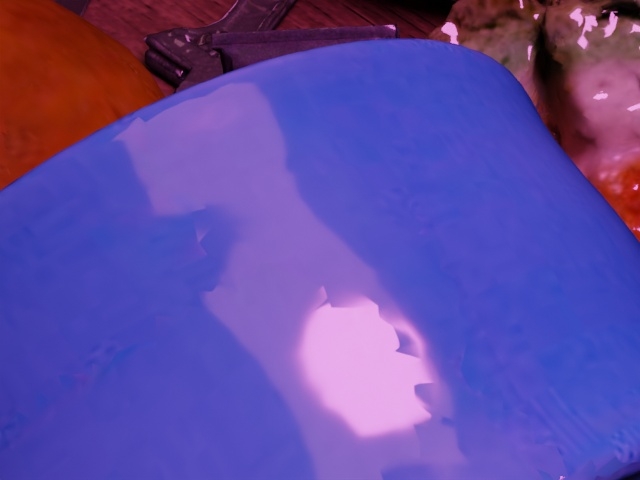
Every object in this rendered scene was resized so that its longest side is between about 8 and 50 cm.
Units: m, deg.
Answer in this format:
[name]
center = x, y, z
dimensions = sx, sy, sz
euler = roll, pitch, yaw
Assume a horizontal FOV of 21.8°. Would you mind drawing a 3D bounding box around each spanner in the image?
[spanner]
center = -0.026, -0.148, 1.006
dimensions = 0.093, 0.026, 0.325
euler = 19, 39, 9

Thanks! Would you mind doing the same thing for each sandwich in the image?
[sandwich]
center = 0.104, 0.023, 0.687
dimensions = 0.109, 0.292, 0.212
euler = -8, 79, 5

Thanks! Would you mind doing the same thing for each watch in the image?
[watch]
center = -0.032, 0.091, 0.470
dimensions = 0.305, 0.274, 0.241
euler = -39, 66, 7

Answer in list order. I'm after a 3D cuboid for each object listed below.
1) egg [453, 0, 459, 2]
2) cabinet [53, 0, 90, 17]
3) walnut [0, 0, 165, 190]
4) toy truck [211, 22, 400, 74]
[egg]
center = 0.116, -0.279, 0.994
dimensions = 0.379, 0.287, 0.287
euler = 24, 37, -15
[cabinet]
center = -0.194, -0.196, 0.925
dimensions = 0.145, 0.150, 0.206
euler = 15, 39, -1
[walnut]
center = -0.167, 0.041, 0.613
dimensions = 0.209, 0.209, 0.336
euler = 17, 47, 8
[toy truck]
center = 0.000, 0.000, 0.700
dimensions = 0.083, 0.192, 0.092
euler = -3, 33, 5
